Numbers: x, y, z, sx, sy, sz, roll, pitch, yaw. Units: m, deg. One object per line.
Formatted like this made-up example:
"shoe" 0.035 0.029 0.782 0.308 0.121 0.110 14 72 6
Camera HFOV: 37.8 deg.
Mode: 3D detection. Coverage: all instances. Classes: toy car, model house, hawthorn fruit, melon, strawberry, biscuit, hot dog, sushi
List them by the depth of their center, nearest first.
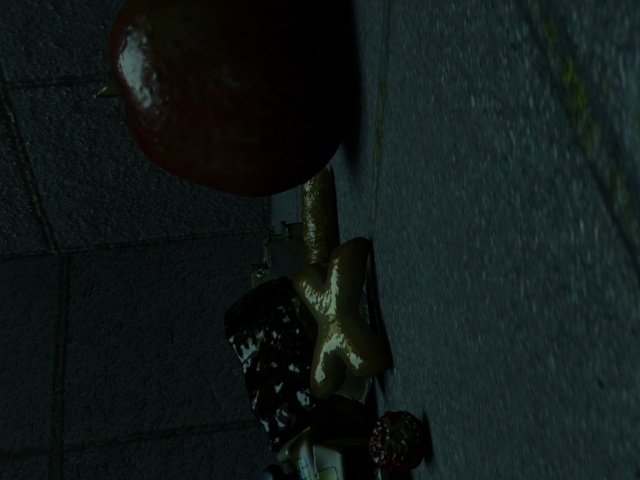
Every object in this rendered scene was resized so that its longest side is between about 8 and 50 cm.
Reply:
"strawberry" 0.093 0.241 1.099 0.083 0.073 0.073 64 -166 -57
"toy car" 0.044 0.367 1.294 0.198 0.204 0.248 135 134 -54
"biscuit" 0.026 0.114 1.370 0.164 0.047 0.208 -32 58 40
"hawthorn fruit" -0.151 -0.256 1.441 0.403 0.403 0.403 174 90 -85
"melon" 0.039 0.160 1.463 0.139 0.093 0.202 75 -167 -73
"sushi" -0.031 0.219 1.607 0.211 0.171 0.350 32 -150 -52
"hot dog" 0.000 0.000 1.801 0.083 0.068 0.289 -132 36 -69
"model house" -0.062 0.066 1.999 0.206 0.178 0.271 -105 7 -66

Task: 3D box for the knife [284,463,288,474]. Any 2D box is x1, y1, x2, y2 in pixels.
"knife" 0.029 0.441 1.559 0.365 0.043 0.089 27 104 57
